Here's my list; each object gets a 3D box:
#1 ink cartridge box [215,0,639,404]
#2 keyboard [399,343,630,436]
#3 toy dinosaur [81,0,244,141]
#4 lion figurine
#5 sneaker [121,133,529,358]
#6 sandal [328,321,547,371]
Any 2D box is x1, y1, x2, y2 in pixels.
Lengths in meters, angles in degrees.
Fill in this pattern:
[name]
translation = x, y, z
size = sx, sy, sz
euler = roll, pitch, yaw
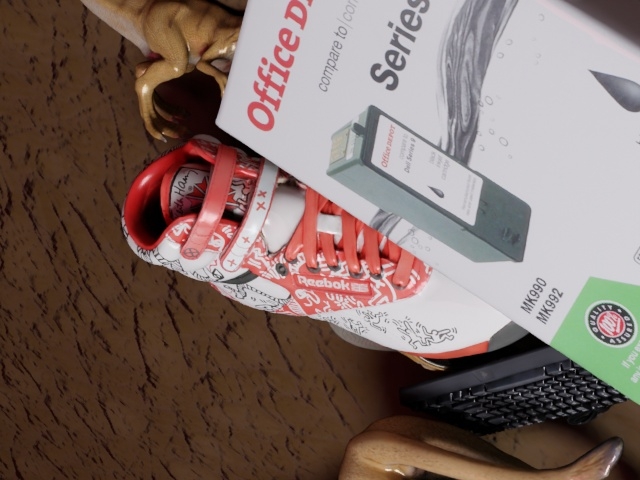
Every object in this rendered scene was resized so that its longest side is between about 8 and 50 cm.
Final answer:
[ink cartridge box]
translation = 0.107, -0.079, 0.892
size = 0.289, 0.121, 0.211
euler = 33, 142, 11
[keyboard]
translation = 0.139, 0.094, 1.074
size = 0.108, 0.023, 0.180
euler = 16, 158, -29
[toy dinosaur]
translation = -0.097, -0.127, 1.086
size = 0.211, 0.064, 0.112
euler = 19, 111, 20
[lion figurine]
translation = 0.071, 0.201, 1.174
size = 0.240, 0.142, 0.392
euler = 24, 141, 17
[sneaker]
translation = -0.001, 0.001, 1.030
size = 0.270, 0.090, 0.145
euler = 6, 165, 47
[sandal]
translation = 0.086, 0.052, 1.087
size = 0.219, 0.060, 0.090
euler = 9, 132, 35
